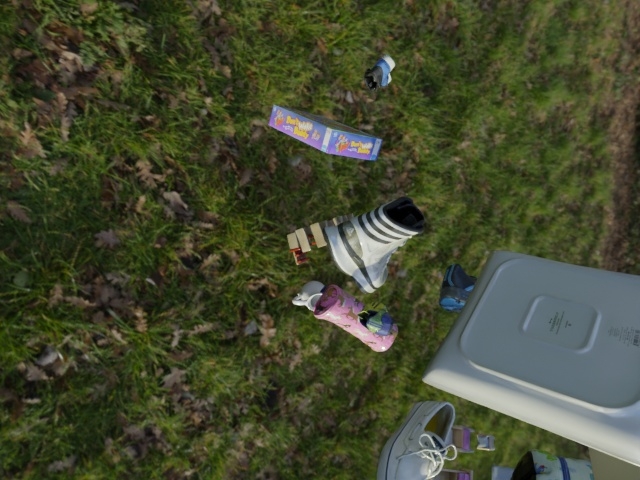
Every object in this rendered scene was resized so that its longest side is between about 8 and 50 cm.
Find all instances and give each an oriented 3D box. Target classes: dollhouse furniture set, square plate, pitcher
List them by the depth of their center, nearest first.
[{"bbox_3d":[0.391,0.144,0.772,0.347,0.344,0.049,-48,134,-33],"label":"square plate"},{"bbox_3d":[0.453,0.673,1.321,0.198,0.303,0.286,23,64,-31],"label":"dollhouse furniture set"},{"bbox_3d":[0.000,0.000,1.925,0.262,0.259,0.135,-18,90,-55],"label":"dollhouse furniture set"},{"bbox_3d":[-0.048,0.257,2.162,0.177,0.207,0.126,6,99,-10],"label":"pitcher"}]

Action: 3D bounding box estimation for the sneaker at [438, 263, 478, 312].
[{"bbox_3d":[0.516,0.188,1.504,0.341,0.125,0.140,30,59,-31],"label":"sneaker"}]

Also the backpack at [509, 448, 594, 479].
[{"bbox_3d":[0.468,0.587,0.934,0.290,0.273,0.356,-42,122,-57],"label":"backpack"}]

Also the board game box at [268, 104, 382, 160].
[{"bbox_3d":[0.012,-0.379,1.659,0.233,0.347,0.078,0,115,-42],"label":"board game box"}]

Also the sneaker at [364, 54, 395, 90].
[{"bbox_3d":[0.154,-0.446,1.306,0.084,0.058,0.152,-43,-179,-2],"label":"sneaker"}]

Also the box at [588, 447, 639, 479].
[{"bbox_3d":[0.468,0.390,0.666,0.275,0.094,0.113,-49,167,-56],"label":"box"}]

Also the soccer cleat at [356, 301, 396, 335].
[{"bbox_3d":[0.183,0.269,1.712,0.121,0.289,0.093,18,92,-9],"label":"soccer cleat"}]

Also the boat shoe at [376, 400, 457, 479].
[{"bbox_3d":[0.291,0.571,1.294,0.367,0.156,0.136,-31,93,-51],"label":"boat shoe"}]

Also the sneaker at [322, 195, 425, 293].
[{"bbox_3d":[0.197,0.021,1.366,0.257,0.169,0.447,-25,159,12],"label":"sneaker"}]

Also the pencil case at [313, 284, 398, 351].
[{"bbox_3d":[0.153,0.337,2.014,0.386,0.167,0.160,33,94,-25],"label":"pencil case"}]
